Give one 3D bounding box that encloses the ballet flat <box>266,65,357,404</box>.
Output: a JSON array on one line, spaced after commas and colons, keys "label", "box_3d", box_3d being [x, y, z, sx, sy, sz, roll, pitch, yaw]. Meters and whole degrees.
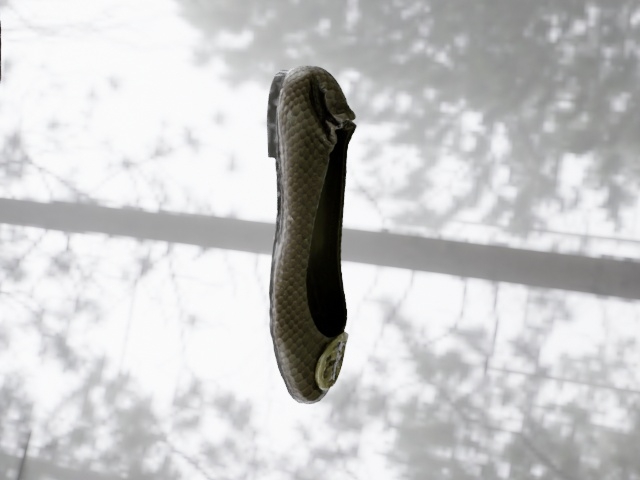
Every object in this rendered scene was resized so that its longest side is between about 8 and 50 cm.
[{"label": "ballet flat", "box_3d": [0.000, 0.000, 1.033, 0.084, 0.058, 0.250, -40, -49, -68]}]
